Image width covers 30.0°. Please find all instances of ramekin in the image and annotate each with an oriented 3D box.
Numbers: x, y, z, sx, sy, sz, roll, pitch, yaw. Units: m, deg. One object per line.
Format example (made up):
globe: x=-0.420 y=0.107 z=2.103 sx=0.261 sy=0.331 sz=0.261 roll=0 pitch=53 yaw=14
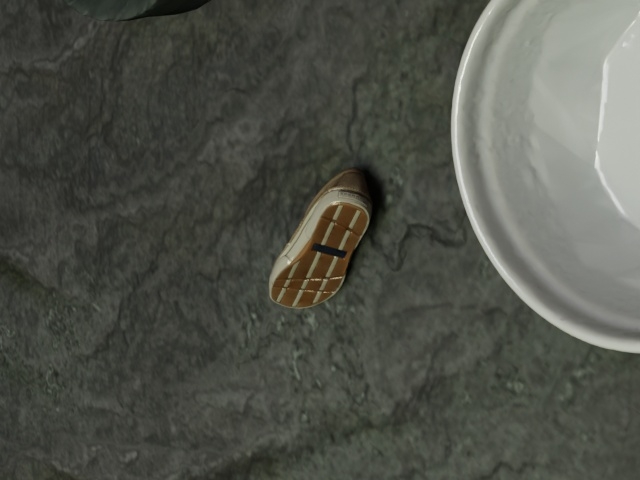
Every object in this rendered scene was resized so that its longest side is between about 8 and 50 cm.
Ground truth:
ramekin: x=0.179 y=-0.054 z=0.614 sx=0.207 sy=0.109 sz=0.207 roll=15 pitch=111 yaw=45

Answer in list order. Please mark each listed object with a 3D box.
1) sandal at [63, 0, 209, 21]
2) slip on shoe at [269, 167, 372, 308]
sandal: x=-0.098 y=-0.311 z=0.465 sx=0.167 sy=0.107 sz=0.446 roll=11 pitch=108 yaw=45
slip on shoe: x=0.000 y=0.000 z=0.880 sx=0.135 sy=0.051 sz=0.041 roll=117 pitch=164 yaw=-46
